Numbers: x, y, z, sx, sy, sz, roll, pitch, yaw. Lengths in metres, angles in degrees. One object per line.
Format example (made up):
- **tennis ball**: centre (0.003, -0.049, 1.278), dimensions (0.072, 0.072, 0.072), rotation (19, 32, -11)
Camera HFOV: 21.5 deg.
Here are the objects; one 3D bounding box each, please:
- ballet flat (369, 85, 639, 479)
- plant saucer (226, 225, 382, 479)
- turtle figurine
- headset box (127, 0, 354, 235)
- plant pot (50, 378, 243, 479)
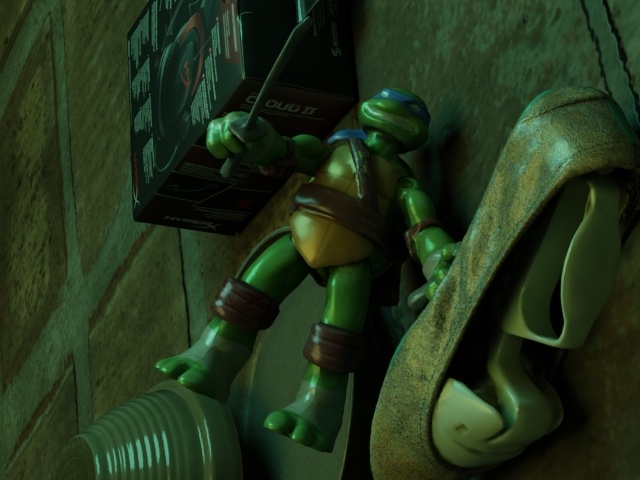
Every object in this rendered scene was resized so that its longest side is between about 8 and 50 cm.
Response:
- **ballet flat**: centre (0.118, 0.058, 1.051), dimensions (0.106, 0.108, 0.316), rotation (49, 128, 50)
- **plant saucer**: centre (-0.025, 0.144, 1.388), dimensions (0.310, 0.050, 0.310), rotation (-30, 56, 59)
- **turtle figurine**: centre (0.000, 0.000, 1.167), dimensions (0.266, 0.198, 0.275), rotation (-64, 20, -4)
- **headset box**: centre (-0.074, -0.168, 1.522), dimensions (0.293, 0.110, 0.218), rotation (-46, 42, 51)
- **plant pot**: centre (-0.167, 0.233, 1.460), dimensions (0.237, 0.110, 0.237), rotation (-30, 55, 54)
